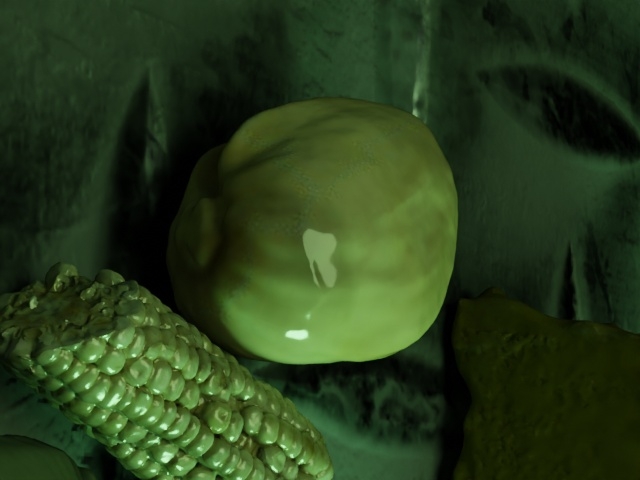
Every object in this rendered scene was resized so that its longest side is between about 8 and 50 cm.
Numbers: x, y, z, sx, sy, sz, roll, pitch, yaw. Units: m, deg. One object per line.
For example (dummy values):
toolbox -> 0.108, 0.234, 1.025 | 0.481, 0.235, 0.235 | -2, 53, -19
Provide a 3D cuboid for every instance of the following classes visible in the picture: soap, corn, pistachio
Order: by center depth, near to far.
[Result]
corn -> -0.070, 0.078, 0.764 | 0.211, 0.087, 0.087 | 50, 47, -39
pistachio -> 0.000, 0.000, 0.840 | 0.145, 0.117, 0.200 | 55, 33, 3
soap -> 0.147, 0.231, 0.980 | 0.304, 0.169, 0.339 | -48, 123, -58

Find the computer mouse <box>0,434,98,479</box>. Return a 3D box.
computer mouse -> -0.104, 0.181, 0.546 | 0.429, 0.145, 0.228 | 53, 17, -72
